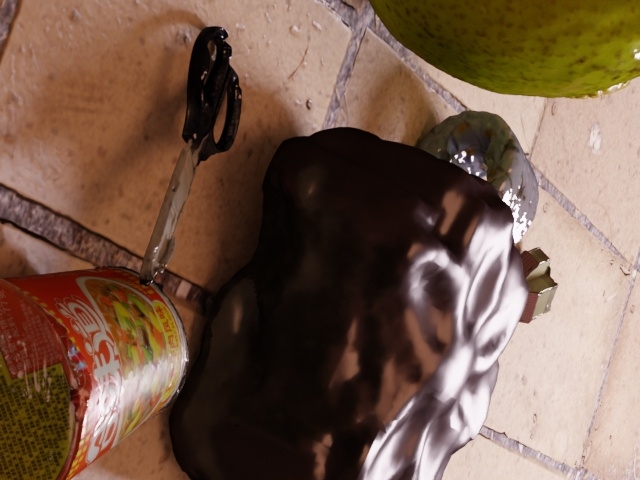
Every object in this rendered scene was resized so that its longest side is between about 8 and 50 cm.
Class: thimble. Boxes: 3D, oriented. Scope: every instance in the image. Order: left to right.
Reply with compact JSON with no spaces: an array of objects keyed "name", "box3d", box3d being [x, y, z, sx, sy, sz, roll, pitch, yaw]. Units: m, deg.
[{"name":"thimble","box3d":[0.170,-0.055,1.850,0.151,0.127,0.118,-61,146,-17]}]

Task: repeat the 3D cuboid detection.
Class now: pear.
[{"name":"pear","box3d":[0.233,-0.309,1.623,0.391,0.391,0.391,-30,126,-52]}]

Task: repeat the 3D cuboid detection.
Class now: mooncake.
[{"name":"mooncake","box3d":[0.048,0.091,1.600,0.350,0.212,0.381,-12,117,-59]}]

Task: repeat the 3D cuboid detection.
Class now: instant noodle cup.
[{"name":"instant noodle cup","box3d":[-0.202,0.096,1.242,0.212,0.193,0.193,-20,118,-64]}]

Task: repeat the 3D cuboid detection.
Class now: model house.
[{"name":"model house","box3d":[0.270,0.059,2.149,0.058,0.057,0.083,-21,143,-26]}]

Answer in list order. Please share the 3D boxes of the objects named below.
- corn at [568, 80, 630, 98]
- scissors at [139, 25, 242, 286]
[{"name":"corn","box3d":[0.324,-0.340,2.005,0.131,0.131,0.344,-42,133,-45]},{"name":"scissors","box3d":[-0.108,-0.066,1.381,0.300,0.022,0.109,-77,160,-48]}]
